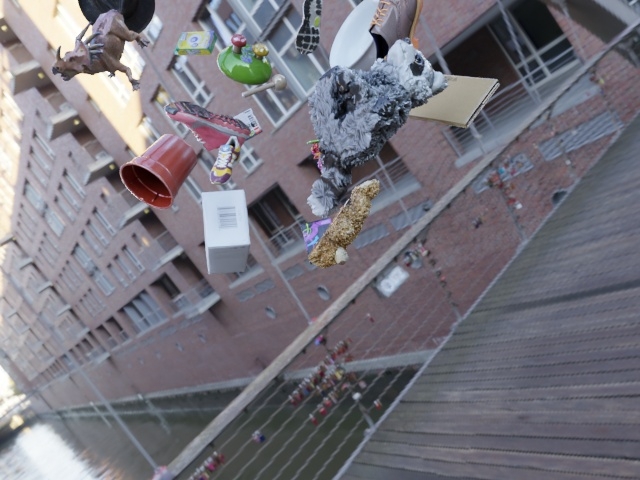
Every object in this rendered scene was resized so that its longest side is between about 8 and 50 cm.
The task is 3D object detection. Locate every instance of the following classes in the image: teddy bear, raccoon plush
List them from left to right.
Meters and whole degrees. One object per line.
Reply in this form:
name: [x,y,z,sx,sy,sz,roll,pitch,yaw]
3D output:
teddy bear: [0.095,-0.049,1.688,0.338,0.113,0.245,-57,3,-17]
raccoon plush: [0.120,-0.294,1.339,0.299,0.216,0.446,-25,-23,-40]

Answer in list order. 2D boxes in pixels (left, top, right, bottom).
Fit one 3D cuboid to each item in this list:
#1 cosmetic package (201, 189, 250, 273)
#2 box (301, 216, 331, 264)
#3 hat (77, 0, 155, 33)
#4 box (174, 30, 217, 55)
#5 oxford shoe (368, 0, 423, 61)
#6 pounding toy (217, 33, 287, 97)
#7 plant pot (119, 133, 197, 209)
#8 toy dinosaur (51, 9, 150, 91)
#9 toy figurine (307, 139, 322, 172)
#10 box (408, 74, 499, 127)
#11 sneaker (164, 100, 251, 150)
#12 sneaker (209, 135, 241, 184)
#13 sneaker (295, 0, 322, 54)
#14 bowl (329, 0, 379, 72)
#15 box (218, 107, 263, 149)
cosmetic package: [-0.358,-0.021,1.978,0.156,0.217,0.385,-5,-18,-14]
box: [0.000,0.000,1.943,0.116,0.162,0.029,-15,-25,2]
hat: [-0.807,-0.969,2.065,0.331,0.331,0.134,-37,28,-2]
box: [-0.543,-0.847,2.260,0.179,0.043,0.105,3,64,17]
oxford shoe: [0.217,-0.677,1.576,0.133,0.363,0.130,-20,34,-20]
pounding toy: [-0.221,-0.584,1.696,0.183,0.237,0.110,-20,-28,-34]
plant pot: [-0.720,-0.329,2.410,0.272,0.272,0.265,-29,25,50]
toy dinosaur: [-0.567,-0.526,1.385,0.127,0.295,0.200,0,-21,19]
toy figurine: [0.007,-0.407,2.546,0.130,0.159,0.173,-14,11,-35]
box: [0.361,-0.386,1.444,0.201,0.021,0.164,25,73,45]
sneaker: [-0.397,-0.379,1.830,0.136,0.314,0.116,-62,38,21]
sneaker: [-0.297,-0.248,1.622,0.185,0.070,0.083,-77,-8,-46]
sneaker: [-0.037,-0.969,2.346,0.118,0.107,0.279,-79,6,-48]
bowl: [0.175,-0.718,1.912,0.298,0.134,0.297,-37,41,41]
box: [-0.366,-0.473,2.275,0.207,0.114,0.036,-27,11,1]
